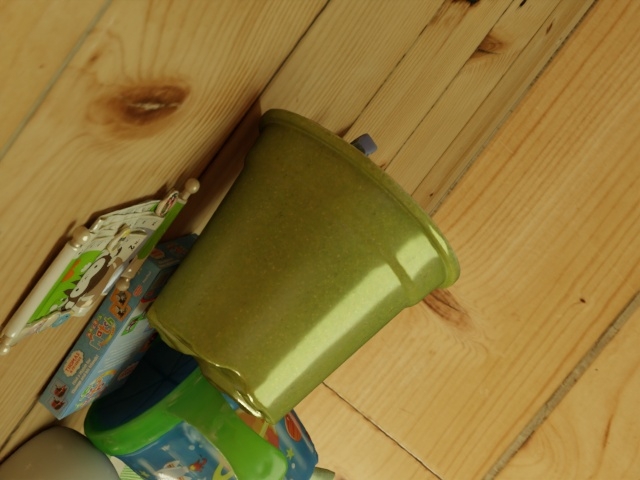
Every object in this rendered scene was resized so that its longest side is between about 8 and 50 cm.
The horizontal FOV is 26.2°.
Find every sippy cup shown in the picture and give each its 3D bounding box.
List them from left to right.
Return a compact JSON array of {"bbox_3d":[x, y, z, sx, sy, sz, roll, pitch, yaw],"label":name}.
[{"bbox_3d":[-0.129,0.233,1.670,0.240,0.224,0.305,-31,-161,21],"label":"sippy cup"}]

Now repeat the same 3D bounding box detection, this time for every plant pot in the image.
[{"bbox_3d":[-0.038,0.045,1.459,0.254,0.276,0.276,-49,171,-13],"label":"plant pot"}]

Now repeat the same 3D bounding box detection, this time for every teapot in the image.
[{"bbox_3d":[-0.317,0.360,1.626,0.256,0.187,0.252,-48,170,-12],"label":"teapot"}]

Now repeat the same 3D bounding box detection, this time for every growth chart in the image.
[{"bbox_3d":[-0.216,0.025,1.324,0.172,0.021,0.237,-54,170,24],"label":"growth chart"}]

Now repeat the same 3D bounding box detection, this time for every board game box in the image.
[{"bbox_3d":[-0.214,0.093,1.537,0.211,0.039,0.160,-55,170,16],"label":"board game box"}]

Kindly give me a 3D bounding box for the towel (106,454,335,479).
[{"bbox_3d":[-0.171,0.354,1.967,0.248,0.324,0.038,118,-15,-48],"label":"towel"}]

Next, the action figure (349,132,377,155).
[{"bbox_3d":[0.000,0.000,1.817,0.341,0.178,0.330,-38,174,-46],"label":"action figure"}]
